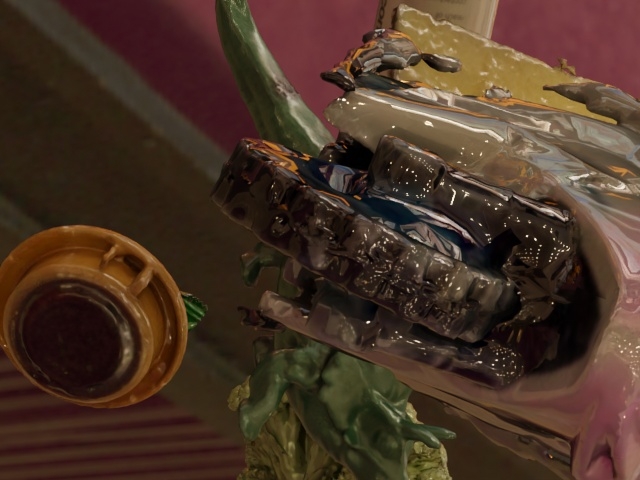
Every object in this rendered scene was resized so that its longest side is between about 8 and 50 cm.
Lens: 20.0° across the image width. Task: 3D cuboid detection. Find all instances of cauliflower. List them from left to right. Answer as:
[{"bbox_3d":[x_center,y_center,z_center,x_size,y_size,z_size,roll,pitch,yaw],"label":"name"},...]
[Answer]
[{"bbox_3d":[0.005,0.272,1.964,0.250,0.272,0.275,-62,152,-27],"label":"cauliflower"}]

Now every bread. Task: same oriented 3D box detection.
[{"bbox_3d":[0.135,-0.034,1.199,0.135,0.178,0.240,71,20,-59],"label":"bread"}]

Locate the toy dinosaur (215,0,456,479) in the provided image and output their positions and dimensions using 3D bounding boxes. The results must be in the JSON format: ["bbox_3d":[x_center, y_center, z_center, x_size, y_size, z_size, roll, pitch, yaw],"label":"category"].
[{"bbox_3d":[-0.015,0.009,0.949,0.292,0.120,0.079,61,12,13],"label":"toy dinosaur"}]

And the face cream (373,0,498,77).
[{"bbox_3d":[0.086,-0.163,1.357,0.092,0.092,0.311,-22,128,-53],"label":"face cream"}]

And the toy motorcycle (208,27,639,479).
[{"bbox_3d":[0.079,0.020,0.514,0.239,0.204,0.108,-54,164,-68],"label":"toy motorcycle"}]

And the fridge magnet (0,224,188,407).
[{"bbox_3d":[-0.163,0.057,1.260,0.063,0.143,0.143,-67,136,-63],"label":"fridge magnet"}]

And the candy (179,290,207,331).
[{"bbox_3d":[-0.229,0.084,1.808,0.141,0.203,0.078,56,26,-47],"label":"candy"}]
